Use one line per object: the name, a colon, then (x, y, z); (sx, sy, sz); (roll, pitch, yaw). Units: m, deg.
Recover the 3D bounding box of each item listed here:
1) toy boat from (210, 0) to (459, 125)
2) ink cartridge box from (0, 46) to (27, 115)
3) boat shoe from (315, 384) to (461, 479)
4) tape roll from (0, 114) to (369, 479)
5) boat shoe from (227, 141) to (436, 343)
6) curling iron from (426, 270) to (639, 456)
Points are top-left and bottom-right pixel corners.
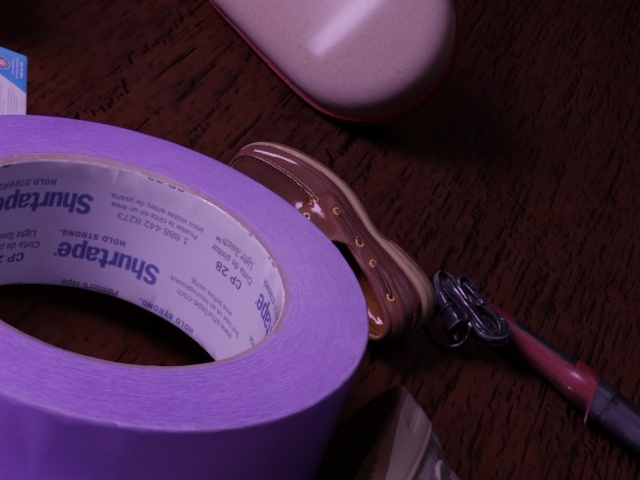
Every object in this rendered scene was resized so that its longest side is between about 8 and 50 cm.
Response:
toy boat: (0.018, -0.192, 1.267); (0.231, 0.151, 0.151); (48, 5, 22)
ink cartridge box: (-0.248, -0.093, 0.937); (0.122, 0.052, 0.088); (20, 33, -24)
boat shoe: (0.018, 0.183, 0.757); (0.098, 0.109, 0.302); (49, 26, -7)
tape roll: (-0.117, 0.041, 0.787); (0.274, 0.090, 0.275); (15, 29, -8)
boat shoe: (0.000, 0.001, 1.027); (0.178, 0.064, 0.060); (44, 31, 12)
curling iron: (0.184, 0.115, 1.070); (0.274, 0.035, 0.068); (37, 35, 6)
